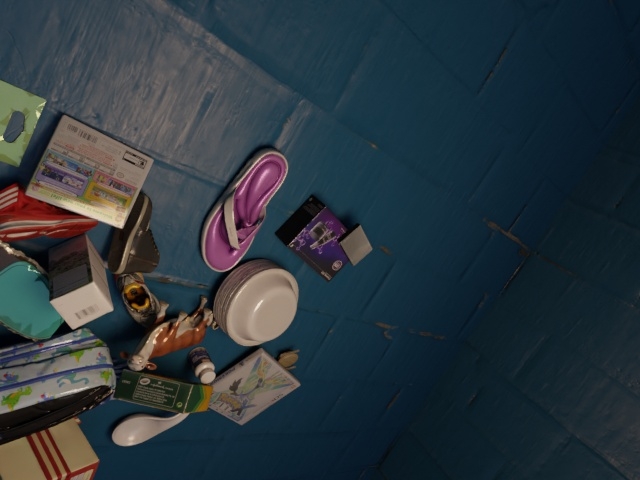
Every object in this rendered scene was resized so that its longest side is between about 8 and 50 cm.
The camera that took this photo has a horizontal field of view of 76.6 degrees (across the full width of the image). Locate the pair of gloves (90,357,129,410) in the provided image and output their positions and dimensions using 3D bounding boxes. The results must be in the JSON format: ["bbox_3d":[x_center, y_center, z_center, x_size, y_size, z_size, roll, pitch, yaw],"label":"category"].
[{"bbox_3d":[-0.685,0.449,1.256,0.160,0.023,0.198,4,114,-34],"label":"pair of gloves"}]

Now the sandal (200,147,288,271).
[{"bbox_3d":[-0.224,-0.076,1.188,0.170,0.102,0.415,17,107,-40],"label":"sandal"}]

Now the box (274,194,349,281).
[{"bbox_3d":[0.000,0.000,1.394,0.184,0.103,0.261,-45,133,1],"label":"box"}]

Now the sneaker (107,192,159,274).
[{"bbox_3d":[-0.477,-0.016,1.084,0.118,0.083,0.221,11,103,-61],"label":"sneaker"}]

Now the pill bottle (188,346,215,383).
[{"bbox_3d":[-0.399,0.422,1.368,0.067,0.120,0.066,-18,126,-26],"label":"pill bottle"}]

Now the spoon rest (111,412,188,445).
[{"bbox_3d":[-0.572,0.622,1.401,0.277,0.084,0.137,-24,128,-22],"label":"spoon rest"}]

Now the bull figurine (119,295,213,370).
[{"bbox_3d":[-0.439,0.271,1.202,0.188,0.101,0.310,-59,165,10],"label":"bull figurine"}]

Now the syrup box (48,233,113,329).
[{"bbox_3d":[-0.571,0.088,0.960,0.093,0.237,0.096,-27,129,-18],"label":"syrup box"}]

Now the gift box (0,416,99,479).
[{"bbox_3d":[-0.806,0.652,1.151,0.276,0.258,0.254,12,109,-60],"label":"gift box"}]

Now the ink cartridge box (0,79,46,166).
[{"bbox_3d":[-0.697,-0.253,0.786,0.235,0.056,0.171,22,103,-39],"label":"ink cartridge box"}]

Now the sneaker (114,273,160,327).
[{"bbox_3d":[-0.516,0.181,1.153,0.088,0.093,0.225,-27,135,-18],"label":"sneaker"}]

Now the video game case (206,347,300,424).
[{"bbox_3d":[-0.272,0.579,1.578,0.300,0.036,0.328,-34,134,-2],"label":"video game case"}]

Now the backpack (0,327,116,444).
[{"bbox_3d":[-0.715,0.370,1.020,0.357,0.273,0.290,0,145,-24],"label":"backpack"}]

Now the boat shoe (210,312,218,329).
[{"bbox_3d":[-0.319,0.240,1.362,0.137,0.043,0.049,-44,131,-5],"label":"boat shoe"}]

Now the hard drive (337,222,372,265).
[{"bbox_3d":[0.121,0.015,1.404,0.094,0.022,0.135,-41,132,-9],"label":"hard drive"}]

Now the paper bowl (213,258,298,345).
[{"bbox_3d":[-0.191,0.215,1.333,0.285,0.148,0.283,-21,123,-37],"label":"paper bowl"}]

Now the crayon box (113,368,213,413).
[{"bbox_3d":[-0.459,0.465,1.245,0.323,0.204,0.083,96,6,-68],"label":"crayon box"}]

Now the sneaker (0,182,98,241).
[{"bbox_3d":[-0.628,-0.075,0.925,0.087,0.127,0.221,-26,174,20],"label":"sneaker"}]

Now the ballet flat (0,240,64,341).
[{"bbox_3d":[-0.729,0.050,0.896,0.147,0.147,0.408,-33,125,-13],"label":"ballet flat"}]

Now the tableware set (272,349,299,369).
[{"bbox_3d":[-0.185,0.480,1.611,0.195,0.039,0.128,-9,134,-24],"label":"tableware set"}]

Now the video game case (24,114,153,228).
[{"bbox_3d":[-0.529,-0.153,0.946,0.213,0.023,0.193,27,82,-42],"label":"video game case"}]
